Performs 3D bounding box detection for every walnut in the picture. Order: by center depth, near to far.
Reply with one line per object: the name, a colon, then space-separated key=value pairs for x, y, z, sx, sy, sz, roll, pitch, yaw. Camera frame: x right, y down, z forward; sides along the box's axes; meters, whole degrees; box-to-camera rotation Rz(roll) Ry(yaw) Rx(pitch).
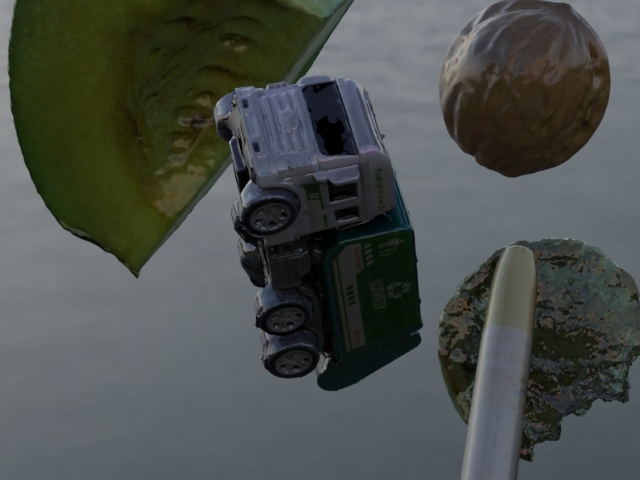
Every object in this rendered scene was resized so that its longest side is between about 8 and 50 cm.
walnut: x=0.238 y=-0.185 z=2.125 sx=0.213 sy=0.213 sz=0.213 roll=0 pitch=15 yaw=0

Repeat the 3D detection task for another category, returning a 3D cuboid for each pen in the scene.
pen: x=0.092 y=0.109 z=0.989 sx=0.032 sy=0.233 sz=0.040 roll=1 pitch=-22 yaw=20

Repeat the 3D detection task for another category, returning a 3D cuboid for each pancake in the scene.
pancake: x=0.130 y=0.057 z=1.069 sx=0.129 sy=0.116 sz=0.022 roll=-32 pitch=-2 yaw=-3

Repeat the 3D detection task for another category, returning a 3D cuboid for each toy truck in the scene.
toy truck: x=0.000 y=0.000 z=1.254 sx=0.124 sy=0.253 sz=0.114 roll=-12 pitch=50 yaw=-6

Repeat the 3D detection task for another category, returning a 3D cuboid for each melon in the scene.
melon: x=-0.139 y=-0.147 z=1.658 sx=0.331 sy=0.343 sz=0.226 roll=3 pitch=49 yaw=-42
